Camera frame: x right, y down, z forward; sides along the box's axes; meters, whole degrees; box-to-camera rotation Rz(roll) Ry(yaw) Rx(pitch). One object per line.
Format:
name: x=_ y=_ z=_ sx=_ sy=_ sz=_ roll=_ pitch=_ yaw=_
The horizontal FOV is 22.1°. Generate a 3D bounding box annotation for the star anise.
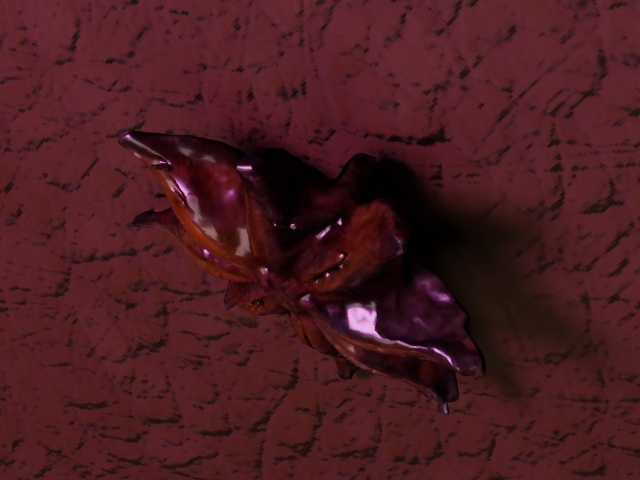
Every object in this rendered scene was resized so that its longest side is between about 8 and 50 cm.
star anise: x=0.000 y=0.000 z=0.995 sx=0.272 sy=0.102 sz=0.272 roll=31 pitch=160 yaw=13
